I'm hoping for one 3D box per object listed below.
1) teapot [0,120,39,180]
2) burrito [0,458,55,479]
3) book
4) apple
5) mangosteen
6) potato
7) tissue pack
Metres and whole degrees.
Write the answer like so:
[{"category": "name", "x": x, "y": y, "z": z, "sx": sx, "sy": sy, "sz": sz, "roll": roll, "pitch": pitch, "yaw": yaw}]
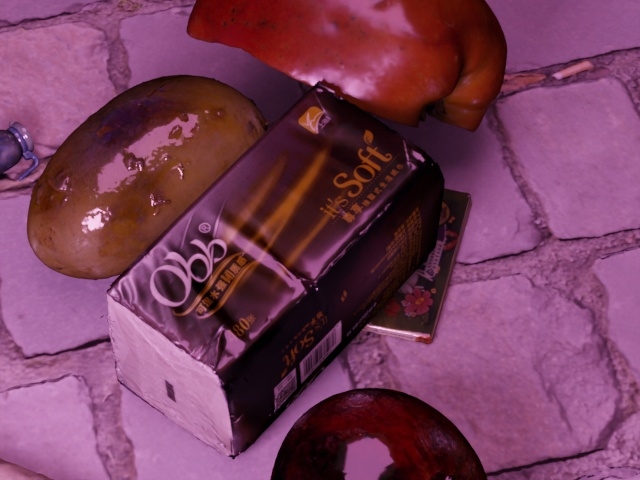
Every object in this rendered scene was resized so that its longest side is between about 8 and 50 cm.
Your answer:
[{"category": "teapot", "x": -0.387, "y": -0.104, "z": 2.087, "sx": 0.083, "sy": 0.049, "sz": 0.063, "roll": -35, "pitch": 58, "yaw": -26}, {"category": "burrito", "x": -0.306, "y": 0.290, "z": 1.741, "sx": 0.392, "sy": 0.076, "sz": 0.117, "roll": 23, "pitch": 64, "yaw": 21}, {"category": "book", "x": 0.000, "y": 0.000, "z": 2.015, "sx": 0.322, "sy": 0.018, "sz": 0.228, "roll": 11, "pitch": 51, "yaw": 10}, {"category": "apple", "x": 0.040, "y": -0.249, "z": 2.050, "sx": 0.365, "sy": 0.295, "sz": 0.329, "roll": 32, "pitch": 63, "yaw": 33}, {"category": "mangosteen", "x": 0.032, "y": 0.264, "z": 1.686, "sx": 0.261, "sy": 0.235, "sz": 0.235, "roll": -9, "pitch": 34, "yaw": 49}, {"category": "potato", "x": -0.205, "y": -0.077, "z": 1.976, "sx": 0.307, "sy": 0.173, "sz": 0.210, "roll": -39, "pitch": 48, "yaw": -20}, {"category": "tissue pack", "x": -0.048, "y": 0.040, "z": 1.851, "sx": 0.198, "sy": 0.210, "sz": 0.370, "roll": 35, "pitch": 62, "yaw": 17}]
